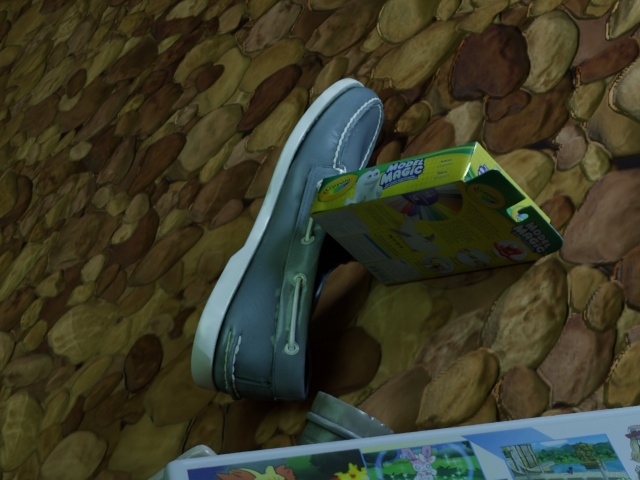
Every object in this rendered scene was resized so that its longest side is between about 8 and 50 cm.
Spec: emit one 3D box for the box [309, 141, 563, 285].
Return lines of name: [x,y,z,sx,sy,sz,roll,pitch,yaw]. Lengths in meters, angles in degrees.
box: [0.091,-0.020,1.124,0.179,0.105,0.043,-9,49,43]

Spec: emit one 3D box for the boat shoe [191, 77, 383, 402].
boat shoe: [0.000,0.000,1.237,0.099,0.116,0.319,15,58,19]

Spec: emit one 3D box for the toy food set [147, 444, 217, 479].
toy food set: [-0.135,0.311,1.039,0.220,0.092,0.306,-38,33,14]

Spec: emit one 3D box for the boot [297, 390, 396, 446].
boot: [-0.005,0.214,0.927,0.076,0.189,0.208,18,77,44]

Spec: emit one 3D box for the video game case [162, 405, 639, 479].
video game case: [0.100,0.204,0.750,0.329,0.036,0.300,-5,35,-10]
